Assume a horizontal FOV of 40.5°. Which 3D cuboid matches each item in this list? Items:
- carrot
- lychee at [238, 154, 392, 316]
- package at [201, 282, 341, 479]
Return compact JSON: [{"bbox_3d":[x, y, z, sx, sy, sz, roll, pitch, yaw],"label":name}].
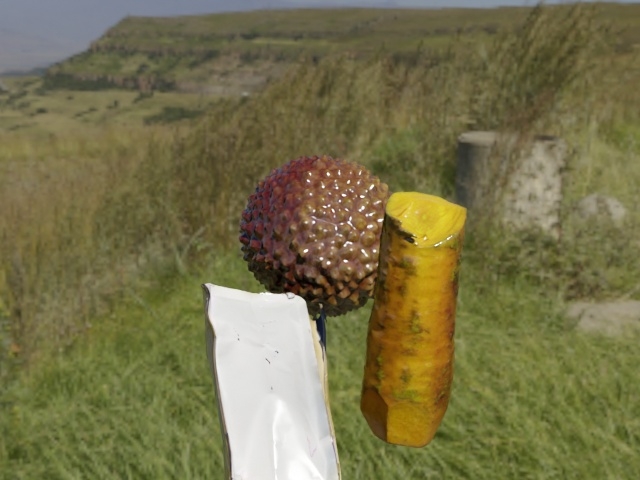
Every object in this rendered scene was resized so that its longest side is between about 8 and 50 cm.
[{"bbox_3d":[0.113,0.099,1.045,0.114,0.301,0.114,4,15,-1],"label":"carrot"},{"bbox_3d":[0.000,0.000,1.342,0.267,0.267,0.267,2,13,0],"label":"lychee"},{"bbox_3d":[-0.058,0.225,1.125,0.165,0.221,0.311,-5,46,-8],"label":"package"}]
